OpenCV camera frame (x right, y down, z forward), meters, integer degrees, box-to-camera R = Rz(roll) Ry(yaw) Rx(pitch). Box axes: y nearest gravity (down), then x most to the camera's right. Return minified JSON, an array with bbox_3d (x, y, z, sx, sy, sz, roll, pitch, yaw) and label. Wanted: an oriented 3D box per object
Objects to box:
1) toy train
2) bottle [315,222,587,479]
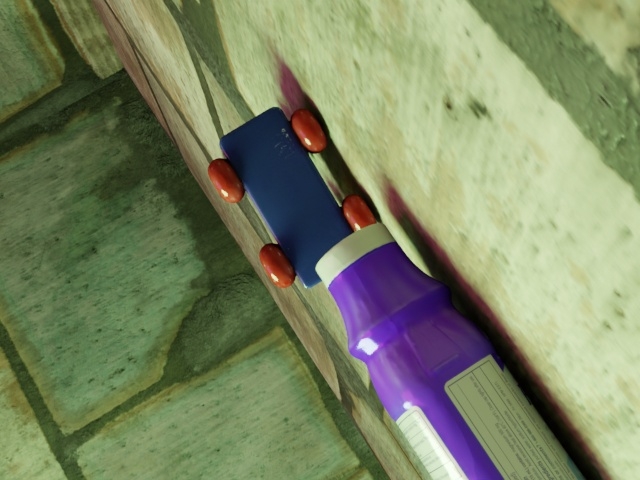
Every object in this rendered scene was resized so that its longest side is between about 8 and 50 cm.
[{"bbox_3d":[0.000,0.000,0.843,0.248,0.105,0.143,59,-178,-4],"label":"toy train"},{"bbox_3d":[0.098,0.118,0.681,0.283,0.092,0.118,56,171,15],"label":"bottle"}]
